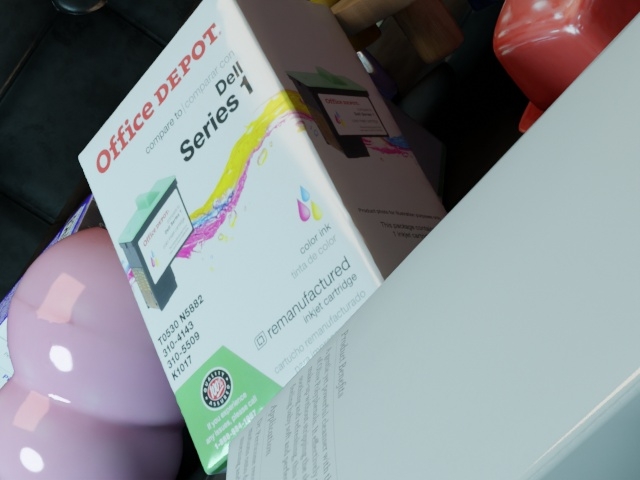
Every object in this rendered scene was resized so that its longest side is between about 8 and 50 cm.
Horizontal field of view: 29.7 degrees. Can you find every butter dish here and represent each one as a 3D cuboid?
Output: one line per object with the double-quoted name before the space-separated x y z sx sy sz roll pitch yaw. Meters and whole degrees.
"butter dish" 0.174 -0.166 0.808 0.160 0.118 0.160 -60 18 -13

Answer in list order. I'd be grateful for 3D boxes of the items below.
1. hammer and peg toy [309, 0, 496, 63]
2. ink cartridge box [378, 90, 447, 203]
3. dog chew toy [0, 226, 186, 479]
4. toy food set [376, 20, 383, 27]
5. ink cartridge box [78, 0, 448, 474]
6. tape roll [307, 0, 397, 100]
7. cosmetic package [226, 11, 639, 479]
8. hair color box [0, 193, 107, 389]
"hammer and peg toy" 0.096 -0.263 1.021 0.361 0.127 0.266 -46 17 -31
"ink cartridge box" 0.000 0.000 0.999 0.212 0.093 0.154 -41 23 31
"dog chew toy" -0.204 0.161 1.083 0.206 0.207 0.331 14 85 71
"toy food set" 0.039 -0.242 1.436 0.122 0.019 0.078 -55 18 0
"ink cartridge box" -0.035 -0.010 0.842 0.201 0.117 0.278 -44 59 31
"tape roll" -0.019 -0.178 1.202 0.080 0.189 0.189 -50 19 17
"cosmetic package" 0.120 0.065 0.488 0.365 0.155 0.197 -46 21 24
"hair color box" -0.269 0.127 1.307 0.339 0.185 0.110 -44 20 30
